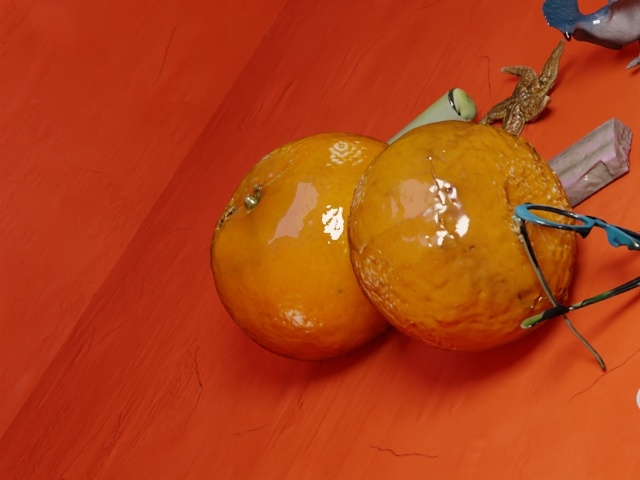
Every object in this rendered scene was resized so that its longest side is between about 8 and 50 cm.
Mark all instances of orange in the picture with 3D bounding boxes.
[{"bbox_3d":[0.000,0.000,1.965,0.424,0.326,0.424,-41,25,24],"label":"orange"},{"bbox_3d":[0.193,-0.003,1.627,0.293,0.340,0.340,-26,34,45],"label":"orange"}]

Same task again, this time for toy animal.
[{"bbox_3d":[0.486,-0.364,1.806,0.255,0.176,0.239,-34,-1,-24],"label":"toy animal"}]

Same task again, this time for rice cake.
[{"bbox_3d":[0.361,-0.080,1.789,0.298,0.050,0.106,-34,29,31],"label":"rice cake"}]

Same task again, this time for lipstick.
[{"bbox_3d":[0.180,-0.188,2.195,0.304,0.076,0.076,-39,26,40],"label":"lipstick"}]

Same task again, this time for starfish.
[{"bbox_3d":[0.356,-0.249,2.026,0.277,0.062,0.236,-39,27,44],"label":"starfish"}]

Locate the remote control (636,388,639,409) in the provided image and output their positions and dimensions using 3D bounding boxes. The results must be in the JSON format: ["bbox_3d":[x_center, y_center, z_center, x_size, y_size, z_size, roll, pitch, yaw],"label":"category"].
[{"bbox_3d":[0.493,0.114,1.283,0.293,0.051,0.103,-44,25,5],"label":"remote control"}]

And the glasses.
[{"bbox_3d":[0.352,0.052,1.453,0.102,0.239,0.207,136,145,-68],"label":"glasses"}]
